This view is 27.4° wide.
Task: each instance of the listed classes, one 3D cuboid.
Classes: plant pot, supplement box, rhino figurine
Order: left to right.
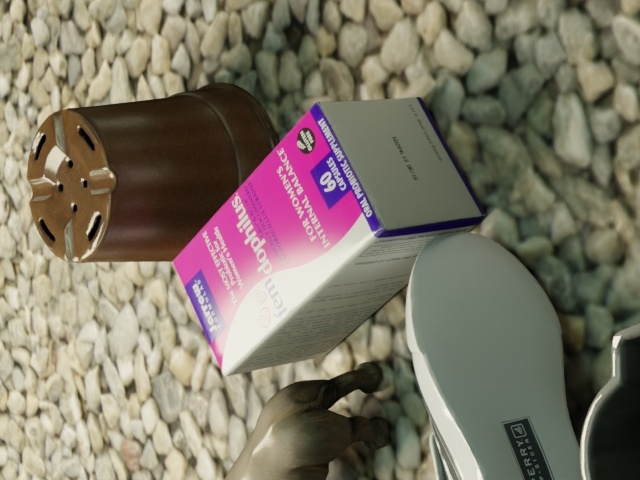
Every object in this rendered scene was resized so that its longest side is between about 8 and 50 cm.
[{"bbox_3d":[-0.145,-0.050,1.111,0.167,0.165,0.167,6,98,45],"label":"plant pot"},{"bbox_3d":[-0.037,0.200,1.065,0.073,0.106,0.243,52,128,30],"label":"rhino figurine"},{"bbox_3d":[0.000,0.000,1.002,0.220,0.114,0.111,-46,63,41],"label":"supplement box"}]

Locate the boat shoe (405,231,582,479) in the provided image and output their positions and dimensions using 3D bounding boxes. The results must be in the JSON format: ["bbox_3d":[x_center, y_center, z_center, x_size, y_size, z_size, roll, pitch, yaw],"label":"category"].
[{"bbox_3d":[0.122,0.138,0.886,0.102,0.108,0.301,110,147,-54],"label":"boat shoe"}]

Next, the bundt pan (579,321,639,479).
[{"bbox_3d":[0.303,0.146,0.685,0.330,0.124,0.331,5,97,46],"label":"bundt pan"}]
